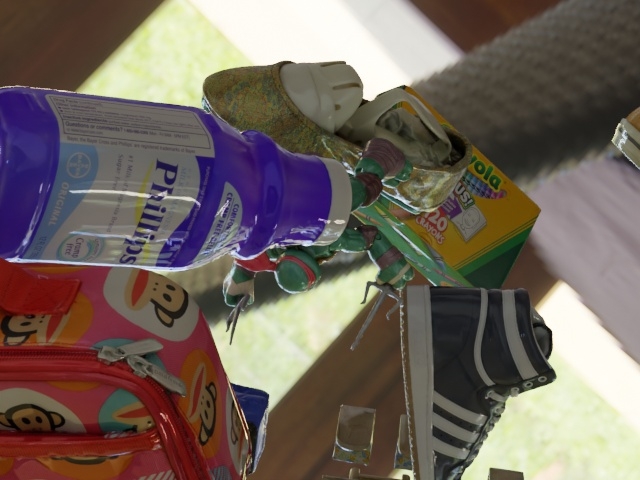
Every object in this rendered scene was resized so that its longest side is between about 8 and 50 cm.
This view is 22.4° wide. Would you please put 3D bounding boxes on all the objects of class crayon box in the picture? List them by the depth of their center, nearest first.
[{"bbox_3d":[0.154,-0.058,2.198,0.278,0.165,0.081,40,154,-21],"label":"crayon box"}]

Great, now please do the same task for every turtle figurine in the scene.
[{"bbox_3d":[0.000,0.000,1.456,0.175,0.234,0.118,6,130,16],"label":"turtle figurine"}]

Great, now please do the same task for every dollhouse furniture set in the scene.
[{"bbox_3d":[0.116,0.340,1.917,0.242,0.212,0.161,7,-156,2],"label":"dollhouse furniture set"}]

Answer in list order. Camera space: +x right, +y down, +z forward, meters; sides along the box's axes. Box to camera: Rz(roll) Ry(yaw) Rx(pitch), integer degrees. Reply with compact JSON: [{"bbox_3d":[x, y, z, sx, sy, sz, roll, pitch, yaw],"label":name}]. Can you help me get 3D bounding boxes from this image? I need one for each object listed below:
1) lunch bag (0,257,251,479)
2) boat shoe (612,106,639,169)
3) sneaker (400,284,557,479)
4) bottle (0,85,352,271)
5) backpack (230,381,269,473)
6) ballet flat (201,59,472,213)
[{"bbox_3d":[-0.199,0.102,0.975,0.293,0.120,0.258,-2,134,14],"label":"lunch bag"},{"bbox_3d":[0.604,-0.057,2.207,0.500,0.156,0.187,34,-168,-31],"label":"boat shoe"},{"bbox_3d":[0.164,0.165,1.650,0.099,0.153,0.282,-90,-5,-57],"label":"sneaker"},{"bbox_3d":[-0.110,-0.036,1.123,0.282,0.118,0.092,5,-146,-35],"label":"bottle"},{"bbox_3d":[-0.127,0.224,2.006,0.120,0.101,0.098,12,121,8],"label":"backpack"},{"bbox_3d":[0.031,-0.129,1.721,0.348,0.123,0.123,22,-176,-39],"label":"ballet flat"}]
